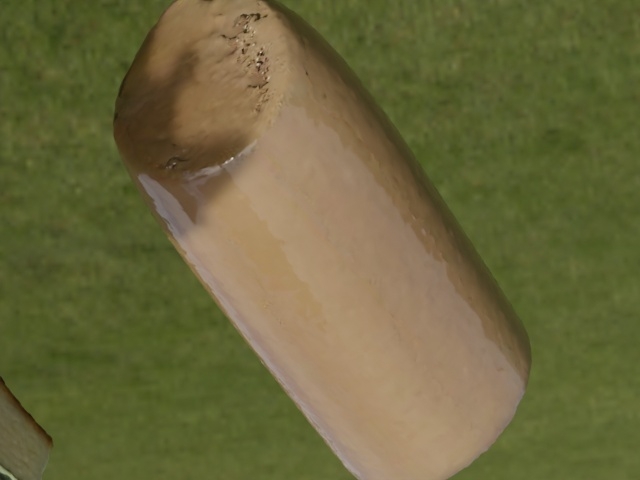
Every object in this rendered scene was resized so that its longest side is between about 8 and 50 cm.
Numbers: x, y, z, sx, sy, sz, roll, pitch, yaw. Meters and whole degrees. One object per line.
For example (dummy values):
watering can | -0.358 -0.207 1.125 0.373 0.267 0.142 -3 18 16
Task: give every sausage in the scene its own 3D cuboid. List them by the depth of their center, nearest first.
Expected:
sausage | 0.000 0.000 0.776 0.123 0.123 0.253 -16 127 31

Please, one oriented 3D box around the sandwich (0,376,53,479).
sandwich | -0.241 0.070 0.713 0.162 0.058 0.193 -26 118 23
